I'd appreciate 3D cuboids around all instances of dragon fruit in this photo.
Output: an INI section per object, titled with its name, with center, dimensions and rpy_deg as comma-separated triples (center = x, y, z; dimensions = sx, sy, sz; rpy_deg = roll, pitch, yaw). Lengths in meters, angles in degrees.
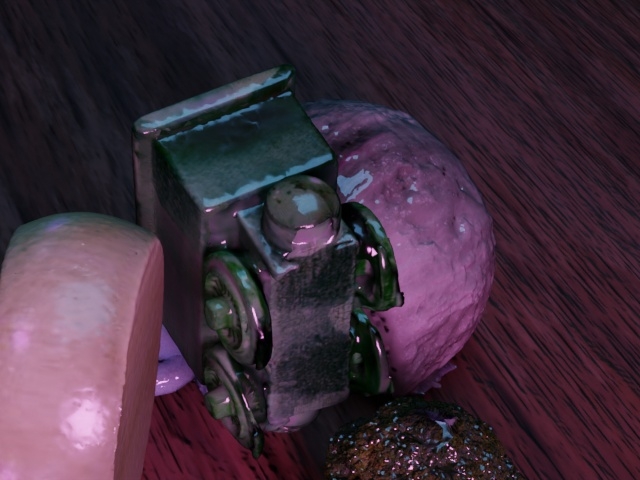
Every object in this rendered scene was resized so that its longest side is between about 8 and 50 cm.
[dragon fruit]
center = 0.033, -0.029, 1.550
dimensions = 0.283, 0.204, 0.221
rpy_deg = 34, 47, 30

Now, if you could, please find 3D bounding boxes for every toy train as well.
[toy train]
center = -0.041, 0.027, 1.306
dimensions = 0.145, 0.266, 0.202
rpy_deg = -22, 57, -20

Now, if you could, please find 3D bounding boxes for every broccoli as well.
[broccoli]
center = 0.068, 0.185, 1.294
dimensions = 0.145, 0.138, 0.162
rpy_deg = 27, 33, 23

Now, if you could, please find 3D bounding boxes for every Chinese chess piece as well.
[Chinese chess piece]
center = -0.172, 0.105, 1.216
dimensions = 0.101, 0.250, 0.250
rpy_deg = 7, 30, -1

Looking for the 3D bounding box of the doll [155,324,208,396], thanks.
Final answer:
[doll]
center = -0.109, 0.088, 1.471
dimensions = 0.179, 0.075, 0.120
rpy_deg = 10, 69, 18
